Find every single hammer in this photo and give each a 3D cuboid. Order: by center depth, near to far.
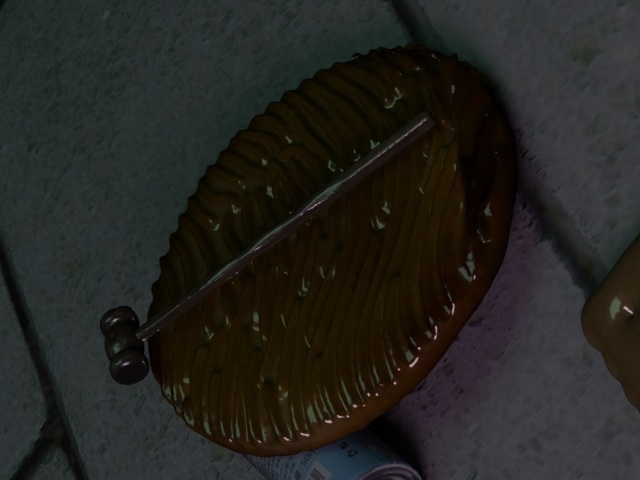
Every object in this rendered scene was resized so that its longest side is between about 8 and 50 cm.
[{"bbox_3d":[-0.038,-0.001,1.208,0.292,0.029,0.058,-37,44,17],"label":"hammer"}]

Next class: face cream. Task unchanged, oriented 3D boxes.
[{"bbox_3d":[-0.018,0.134,1.224,0.229,0.075,0.075,37,106,51],"label":"face cream"}]

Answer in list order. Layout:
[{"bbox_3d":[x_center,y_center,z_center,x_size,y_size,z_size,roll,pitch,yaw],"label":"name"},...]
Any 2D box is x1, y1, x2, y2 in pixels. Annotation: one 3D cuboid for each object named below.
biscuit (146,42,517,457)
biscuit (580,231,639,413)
[{"bbox_3d":[0.000,0.000,1.218,0.318,0.040,0.318,-27,44,30],"label":"biscuit"},{"bbox_3d":[0.274,-0.013,0.937,0.325,0.044,0.217,-56,42,21],"label":"biscuit"}]
